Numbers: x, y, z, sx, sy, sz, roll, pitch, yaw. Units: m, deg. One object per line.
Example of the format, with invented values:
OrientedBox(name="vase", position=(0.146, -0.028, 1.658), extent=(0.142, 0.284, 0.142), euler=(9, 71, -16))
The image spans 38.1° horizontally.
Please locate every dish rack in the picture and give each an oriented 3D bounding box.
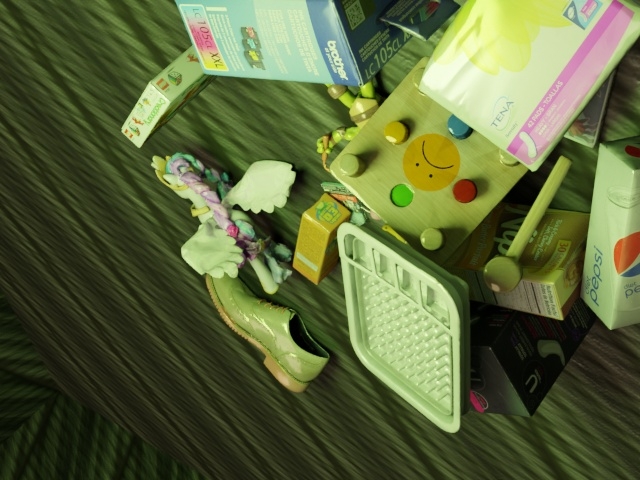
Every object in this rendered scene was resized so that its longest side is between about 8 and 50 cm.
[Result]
OrientedBox(name="dish rack", position=(0.151, 0.133, 1.540), extent=(0.285, 0.072, 0.333), euler=(35, 143, 41))

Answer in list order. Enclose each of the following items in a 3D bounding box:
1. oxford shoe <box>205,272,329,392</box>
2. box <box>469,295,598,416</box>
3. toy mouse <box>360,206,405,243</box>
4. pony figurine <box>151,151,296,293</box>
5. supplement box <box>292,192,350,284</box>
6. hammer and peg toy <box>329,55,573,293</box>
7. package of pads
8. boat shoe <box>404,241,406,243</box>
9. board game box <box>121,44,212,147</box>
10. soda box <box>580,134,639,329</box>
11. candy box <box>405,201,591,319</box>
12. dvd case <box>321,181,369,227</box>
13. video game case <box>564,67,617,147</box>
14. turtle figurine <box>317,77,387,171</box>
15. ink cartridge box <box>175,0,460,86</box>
OrientedBox(name="oxford shoe", position=(-0.130, 0.199, 2.391), extent=(0.397, 0.140, 0.146), euler=(46, 117, 5))
OrientedBox(name="box", position=(0.349, 0.160, 1.647), extent=(0.143, 0.270, 0.165), euler=(-7, 122, 51))
OrientedBox(name="toy mouse", position=(0.148, -0.042, 1.860), extent=(0.161, 0.031, 0.143), euler=(34, 147, 15))
OrientedBox(name="pony figurine", position=(-0.199, -0.035, 2.073), extent=(0.351, 0.303, 0.363), euler=(26, 160, 41))
OrientedBox(name="supplement box", position=(0.000, 0.000, 2.011), extent=(0.080, 0.078, 0.233), euler=(37, 152, 16))
OrientedBox(name="hammer and peg toy", position=(0.227, -0.097, 1.507), extent=(0.361, 0.266, 0.127), euler=(42, -172, 11))
OrientedBox(name="package of pads", position=(0.295, -0.274, 1.305), extent=(0.229, 0.101, 0.296), euler=(38, 130, 9))
OrientedBox(name="boat shoe", position=(0.242, 0.087, 1.850), extent=(0.119, 0.121, 0.335), euler=(14, 149, 26))
OrientedBox(name="board game box", position=(-0.227, -0.314, 1.705), extent=(0.053, 0.305, 0.193), euler=(44, 148, -6))
OrientedBox(name="soda box", position=(0.470, -0.010, 1.406), extent=(0.098, 0.091, 0.286), euler=(-119, 21, -54))
OrientedBox(name="candy box", position=(0.313, 0.021, 1.610), extent=(0.316, 0.183, 0.088), euler=(10, 136, 42))
OrientedBox(name="dvd case", position=(0.056, -0.069, 1.948), extent=(0.087, 0.013, 0.119), euler=(9, 133, 42))
OrientedBox(name="video game case", position=(0.345, -0.250, 1.415), extent=(0.201, 0.023, 0.183), euler=(27, 144, 24))
OrientedBox(name="turtle figurine", position=(0.091, -0.241, 1.647), extent=(0.269, 0.087, 0.217), euler=(-18, 112, 30))
OrientedBox(name="ink cartridge box", position=(0.012, -0.370, 1.411), extent=(0.395, 0.270, 0.151), euler=(12, 138, 41))
